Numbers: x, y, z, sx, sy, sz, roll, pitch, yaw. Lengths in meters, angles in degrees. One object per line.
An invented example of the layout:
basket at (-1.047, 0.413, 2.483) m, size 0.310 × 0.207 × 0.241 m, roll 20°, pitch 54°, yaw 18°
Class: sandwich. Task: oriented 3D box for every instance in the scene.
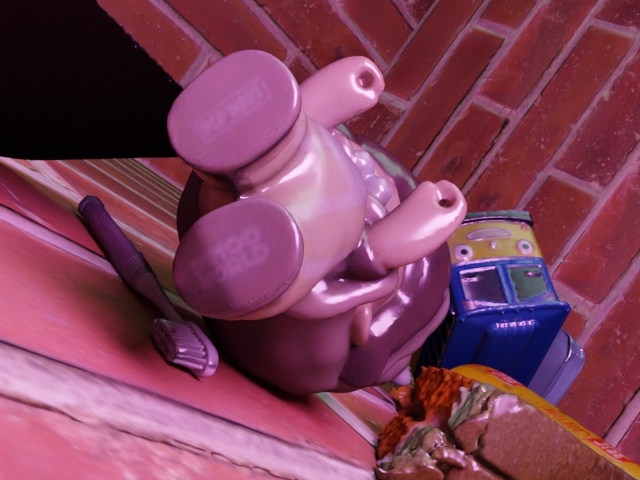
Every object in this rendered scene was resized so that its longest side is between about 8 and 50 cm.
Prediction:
sandwich at (0.158, 0.190, 0.648) m, size 0.292 × 0.109 × 0.212 m, roll 36°, pitch 0°, yaw -14°

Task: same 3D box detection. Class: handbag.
handbag at (0.265, 0.206, 1.154) m, size 0.179 × 0.229 × 0.062 m, roll 36°, pitch 2°, yaw 41°

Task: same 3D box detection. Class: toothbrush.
toothbrush at (-0.152, 0.018, 0.605) m, size 0.029 × 0.024 × 0.354 m, roll 27°, pitch 5°, yaw -33°

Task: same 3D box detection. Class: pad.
pad at (-0.181, -0.129, 0.549) m, size 0.315 × 0.063 × 0.375 m, roll 1°, pitch -7°, yaw 8°

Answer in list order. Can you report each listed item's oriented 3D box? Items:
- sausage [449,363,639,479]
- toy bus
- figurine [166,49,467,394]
sausage at (0.231, 0.238, 0.819) m, size 0.123 × 0.123 × 0.347 m, roll 37°, pitch -1°, yaw -41°
toy bus at (0.201, 0.108, 1.011) m, size 0.287 × 0.138 × 0.175 m, roll 95°, pitch -12°, yaw -51°
figurine at (-0.013, 0.001, 0.540) m, size 0.248 × 0.203 × 0.380 m, roll 62°, pitch 2°, yaw 11°
